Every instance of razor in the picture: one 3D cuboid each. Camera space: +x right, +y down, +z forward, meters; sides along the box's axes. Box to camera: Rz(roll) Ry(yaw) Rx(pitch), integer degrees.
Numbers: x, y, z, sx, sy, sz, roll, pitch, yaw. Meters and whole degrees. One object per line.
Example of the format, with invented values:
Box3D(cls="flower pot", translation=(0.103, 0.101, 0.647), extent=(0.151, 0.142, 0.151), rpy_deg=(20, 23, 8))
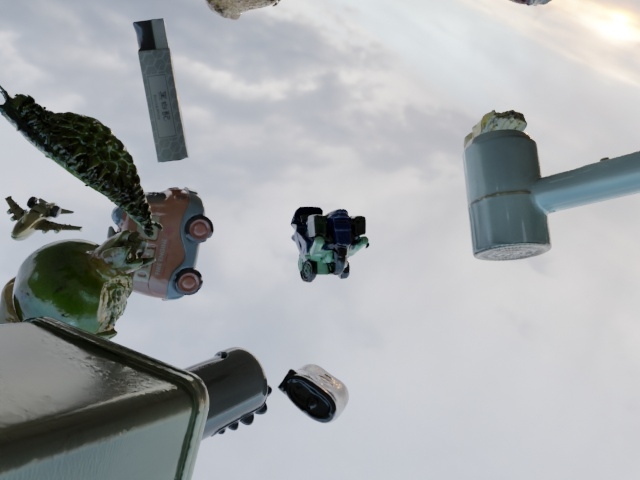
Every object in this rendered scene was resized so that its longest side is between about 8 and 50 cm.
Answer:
Box3D(cls="razor", translation=(-0.016, 0.482, 1.796), extent=(0.204, 0.113, 0.349), rpy_deg=(36, 180, 13))

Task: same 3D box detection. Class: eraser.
Box3D(cls="eraser", translation=(-0.469, -0.436, 1.687), extent=(0.097, 0.403, 0.098), rpy_deg=(-9, -171, -9))

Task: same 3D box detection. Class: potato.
Box3D(cls="potato", translation=(-0.837, 0.200, 1.620), extent=(0.146, 0.233, 0.150), rpy_deg=(10, -156, -27))

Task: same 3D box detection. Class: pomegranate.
Box3D(cls="pomegranate", translation=(-0.472, 0.080, 1.149), extent=(0.236, 0.302, 0.236), rpy_deg=(40, -156, -22))

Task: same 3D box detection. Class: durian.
Box3D(cls="durian", translation=(-0.400, -0.152, 0.975), extent=(0.375, 0.106, 0.132), rpy_deg=(48, 167, -29))

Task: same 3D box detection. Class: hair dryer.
Box3D(cls="hair dryer", translation=(0.357, -0.086, 0.734), extent=(0.108, 0.358, 0.172), rpy_deg=(11, -109, -47))

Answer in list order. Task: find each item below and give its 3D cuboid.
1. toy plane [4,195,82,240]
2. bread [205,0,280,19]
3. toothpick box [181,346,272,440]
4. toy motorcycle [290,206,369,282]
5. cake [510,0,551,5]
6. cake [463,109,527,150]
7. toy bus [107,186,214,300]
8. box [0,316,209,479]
Box3D(cls="toy plane", translation=(-0.853, -0.067, 1.712), extent=(0.242, 0.104, 0.256), rpy_deg=(24, -167, -7))
Box3D(cls="bread", translation=(-0.219, -0.797, 1.485), extent=(0.216, 0.397, 0.398), rpy_deg=(5, -154, 25))
Box3D(cls="toothpick box", translation=(-0.282, 0.432, 1.603), extent=(0.317, 0.229, 0.229), rpy_deg=(-15, -129, -42))
Box3D(cls="toy motorcycle", translation=(0.000, 0.000, 1.369), extent=(0.125, 0.331, 0.196), rpy_deg=(-2, -97, -18))
Box3D(cls="cake", translation=(0.329, -0.524, 0.942), extent=(0.283, 0.177, 0.151), rpy_deg=(40, -169, -39))
Box3D(cls="cake", translation=(0.301, -0.151, 1.021), extent=(0.080, 0.185, 0.116), rpy_deg=(3, -97, -11))
Box3D(cls="toy bus", translation=(-0.404, 0.002, 1.400), extent=(0.232, 0.287, 0.194), rpy_deg=(8, -168, -24))
Box3D(cls="box", translation=(-0.381, 0.225, 0.678), extent=(0.352, 0.177, 0.344), rpy_deg=(15, -177, 24))
